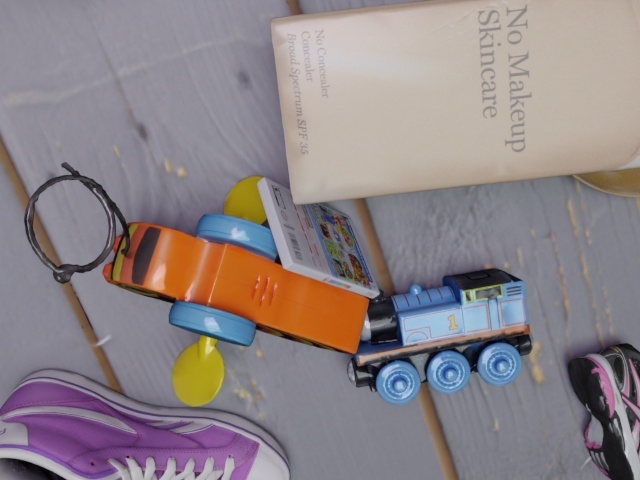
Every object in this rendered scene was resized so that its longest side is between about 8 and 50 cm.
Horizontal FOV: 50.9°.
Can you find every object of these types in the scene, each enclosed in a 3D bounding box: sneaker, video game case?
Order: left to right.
[{"bbox_3d":[-0.155,0.218,0.597,0.282,0.161,0.102,18,100,-14],"label":"sneaker"},{"bbox_3d":[0.000,0.000,0.574,0.011,0.087,0.122,-36,145,25],"label":"video game case"},{"bbox_3d":[0.327,0.188,0.708,0.077,0.072,0.178,-25,113,-12],"label":"sneaker"}]

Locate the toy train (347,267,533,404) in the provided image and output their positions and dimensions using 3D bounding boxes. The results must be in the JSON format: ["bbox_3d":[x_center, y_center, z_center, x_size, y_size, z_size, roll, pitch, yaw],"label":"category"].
[{"bbox_3d":[0.112,0.089,0.647,0.184,0.080,0.105,-9,97,-3],"label":"toy train"}]

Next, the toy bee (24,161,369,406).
[{"bbox_3d":[-0.107,0.019,0.575,0.298,0.162,0.195,48,62,-29],"label":"toy bee"}]

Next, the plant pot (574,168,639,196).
[{"bbox_3d":[0.303,-0.160,0.630,0.236,0.032,0.236,-2,106,-8],"label":"plant pot"}]

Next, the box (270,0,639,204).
[{"bbox_3d":[0.125,-0.123,0.544,0.311,0.121,0.148,-7,105,3],"label":"box"}]
